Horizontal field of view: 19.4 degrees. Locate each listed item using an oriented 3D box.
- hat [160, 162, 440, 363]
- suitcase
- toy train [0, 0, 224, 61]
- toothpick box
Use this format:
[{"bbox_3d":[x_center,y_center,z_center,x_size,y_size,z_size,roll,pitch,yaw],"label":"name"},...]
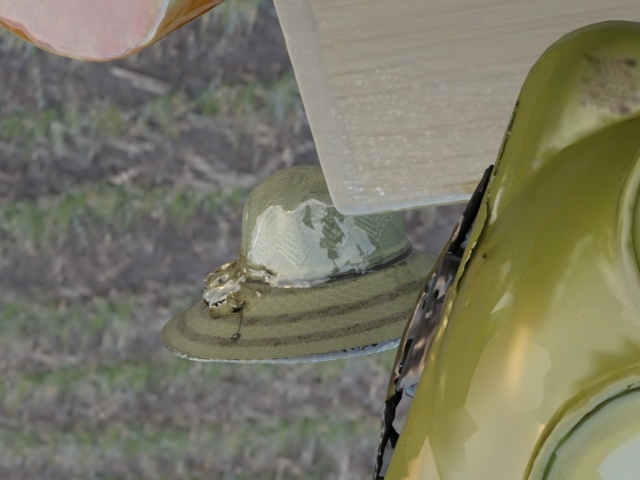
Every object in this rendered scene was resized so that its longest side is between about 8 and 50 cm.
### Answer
[{"bbox_3d":[0.000,0.000,1.314,0.252,0.252,0.110,-5,103,23],"label":"hat"},{"bbox_3d":[0.131,0.056,0.488,0.235,0.194,0.143,18,170,11],"label":"suitcase"},{"bbox_3d":[-0.007,-0.143,0.434,0.177,0.285,0.116,37,141,23],"label":"toy train"},{"bbox_3d":[0.147,-0.123,0.788,0.308,0.187,0.190,-7,124,14],"label":"toothpick box"}]
